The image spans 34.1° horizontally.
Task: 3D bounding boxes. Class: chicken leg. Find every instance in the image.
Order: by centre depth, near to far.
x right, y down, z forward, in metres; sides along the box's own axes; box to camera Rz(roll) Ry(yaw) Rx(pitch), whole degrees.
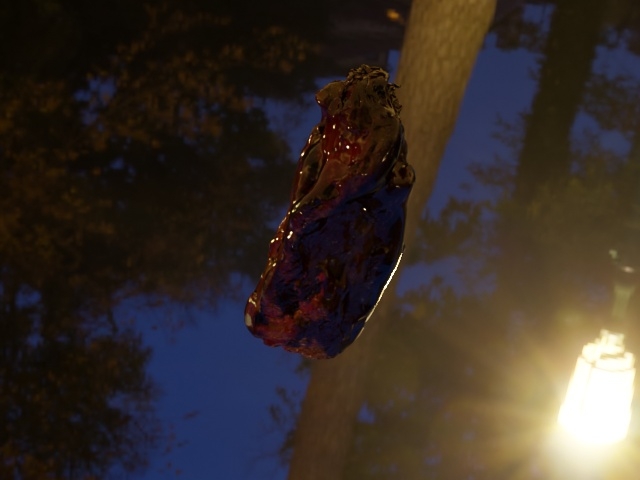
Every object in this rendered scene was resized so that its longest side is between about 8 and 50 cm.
[{"bbox_3d":[0.000,0.005,0.425,0.053,0.205,0.093,11,-129,-12],"label":"chicken leg"}]
